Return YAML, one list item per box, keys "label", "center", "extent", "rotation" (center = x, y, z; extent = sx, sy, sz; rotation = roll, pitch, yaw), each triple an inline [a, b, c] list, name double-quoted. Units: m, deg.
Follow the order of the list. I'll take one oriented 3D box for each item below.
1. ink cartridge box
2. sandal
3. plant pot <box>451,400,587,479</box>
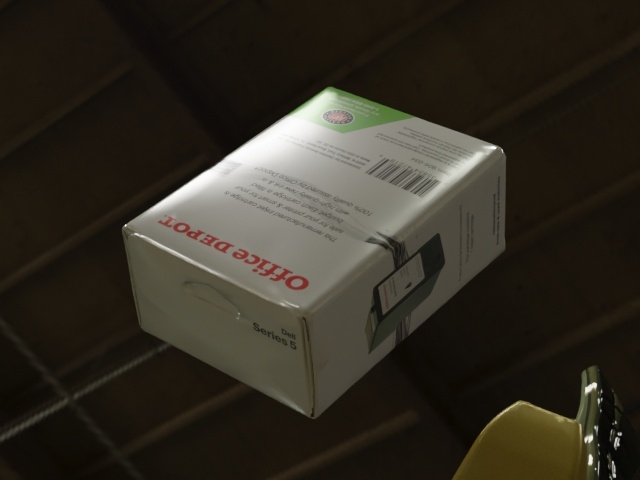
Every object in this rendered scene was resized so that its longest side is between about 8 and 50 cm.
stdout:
- label: "ink cartridge box"
  center: [0.000, 0.000, 1.306]
  extent: [0.198, 0.273, 0.114]
  rotation: [24, -45, 32]
- label: "sandal"
  center: [0.277, 0.229, 1.630]
  extent: [0.086, 0.303, 0.120]
  rotation: [-24, -76, 24]
- label: "plant pot"
  center: [0.145, 0.161, 1.071]
  extent: [0.081, 0.083, 0.081]
  rotation: [20, -20, 21]
